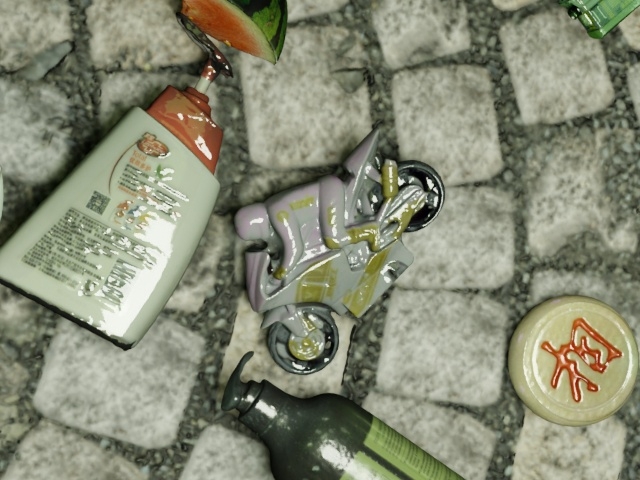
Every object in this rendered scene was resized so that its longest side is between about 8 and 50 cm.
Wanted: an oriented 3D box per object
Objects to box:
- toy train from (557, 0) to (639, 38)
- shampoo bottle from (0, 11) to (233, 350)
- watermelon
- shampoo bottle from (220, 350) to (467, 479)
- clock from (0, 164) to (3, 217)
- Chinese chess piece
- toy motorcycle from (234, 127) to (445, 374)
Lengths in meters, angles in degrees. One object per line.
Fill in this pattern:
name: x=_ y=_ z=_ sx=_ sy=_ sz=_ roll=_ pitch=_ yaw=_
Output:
toy train: x=0.272 y=-0.233 z=1.461 sx=0.093 sy=0.038 sz=0.056 roll=-40 pitch=102 yaw=-10
shampoo bottle: x=-0.158 y=-0.056 z=1.359 sx=0.153 sy=0.071 sz=0.284 roll=31 pitch=81 yaw=-5
watermelon: x=-0.082 y=-0.208 z=1.384 sx=0.094 sy=0.125 sz=0.135 roll=-22 pitch=113 yaw=19
shampoo bottle: x=0.034 y=0.205 z=1.368 sx=0.284 sy=0.101 sz=0.101 roll=35 pitch=82 yaw=-8
clock: x=-0.389 y=-0.038 z=1.322 sx=0.236 sy=0.053 sz=0.237 roll=1 pitch=86 yaw=-10
Chinese chess piece: x=0.233 y=0.111 z=1.434 sx=0.122 sy=0.051 sz=0.122 roll=0 pitch=89 yaw=-11
toy motorcycle: x=0.000 y=0.000 z=1.382 sx=0.152 sy=0.073 sz=0.225 roll=37 pitch=90 yaw=-14
